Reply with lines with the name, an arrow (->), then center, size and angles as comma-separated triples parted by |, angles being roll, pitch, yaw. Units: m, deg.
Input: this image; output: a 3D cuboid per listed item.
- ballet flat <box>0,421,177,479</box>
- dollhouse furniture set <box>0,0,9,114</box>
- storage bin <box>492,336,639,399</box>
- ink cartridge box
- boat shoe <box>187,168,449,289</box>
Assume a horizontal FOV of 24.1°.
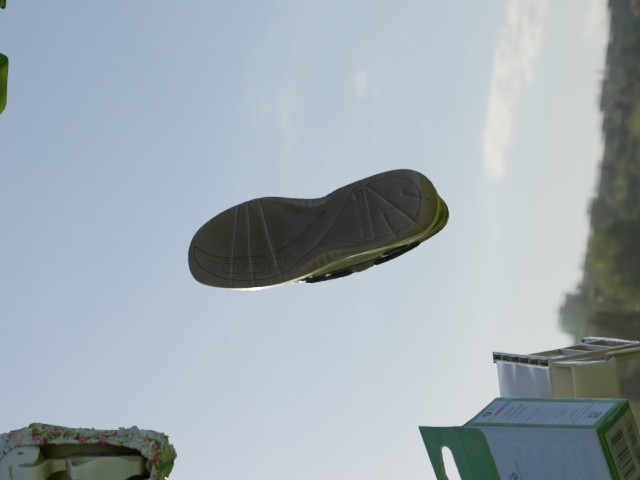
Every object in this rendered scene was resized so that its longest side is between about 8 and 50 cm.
ballet flat -> -0.279, 0.244, 1.640 | 0.077, 0.241, 0.091 | -78, -20, -84
dollhouse furniture set -> -0.470, -0.213, 1.465 | 0.151, 0.301, 0.197 | -53, -13, -38
storage bin -> 0.284, 0.241, 1.586 | 0.260, 0.123, 0.262 | 164, 100, -81
ink cartridge box -> 0.203, 0.208, 1.408 | 0.062, 0.209, 0.109 | -34, -71, -42
boat shoe -> 0.000, 0.000, 1.568 | 0.092, 0.285, 0.103 | 36, -138, -59
